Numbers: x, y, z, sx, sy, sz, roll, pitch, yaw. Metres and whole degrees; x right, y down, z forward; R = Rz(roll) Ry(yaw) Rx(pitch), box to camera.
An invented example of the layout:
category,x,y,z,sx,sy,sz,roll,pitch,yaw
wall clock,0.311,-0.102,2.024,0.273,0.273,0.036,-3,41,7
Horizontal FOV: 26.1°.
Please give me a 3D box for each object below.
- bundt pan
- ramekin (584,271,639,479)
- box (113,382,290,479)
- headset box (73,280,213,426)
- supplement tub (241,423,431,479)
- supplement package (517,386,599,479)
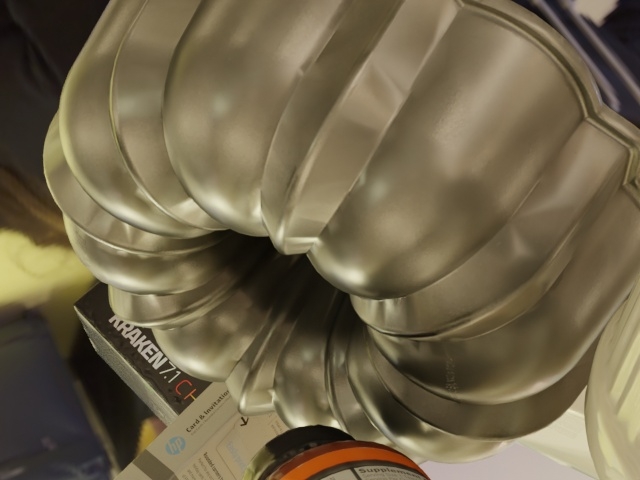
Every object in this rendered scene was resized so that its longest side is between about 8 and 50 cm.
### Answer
category,x,y,z,sx,sy,sz,roll,pitch,yaw
bundt pan,0.000,0.000,0.699,0.124,0.331,0.331,-58,163,-30
ramekin,0.198,0.037,0.441,0.207,0.207,0.109,-13,131,-27
box,-0.058,0.159,0.932,0.186,0.038,0.145,-44,141,-17
headset box,-0.030,0.071,1.254,0.283,0.246,0.131,-40,160,-16
supplement tub,0.025,0.158,0.613,0.106,0.198,0.106,-8,113,-18
supplement package,0.264,0.093,1.218,0.262,0.199,0.198,79,36,-73
